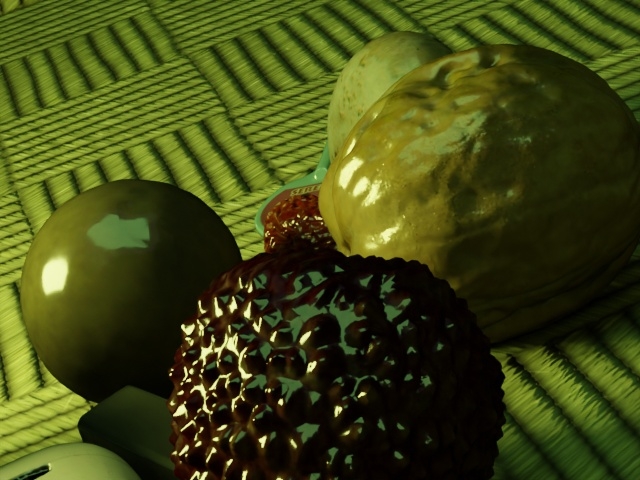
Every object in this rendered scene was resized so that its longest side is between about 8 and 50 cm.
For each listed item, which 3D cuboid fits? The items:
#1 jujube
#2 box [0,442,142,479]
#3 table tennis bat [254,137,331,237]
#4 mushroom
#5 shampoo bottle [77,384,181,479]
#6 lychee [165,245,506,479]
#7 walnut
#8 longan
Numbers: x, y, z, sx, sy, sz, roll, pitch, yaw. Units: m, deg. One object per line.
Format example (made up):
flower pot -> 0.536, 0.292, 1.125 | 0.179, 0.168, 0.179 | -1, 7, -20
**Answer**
jujube -> 0.000, 0.000, 2.146 | 0.112, 0.109, 0.176 | 11, -2, -32
box -> -0.258, 0.313, 1.601 | 0.289, 0.141, 0.349 | -25, 25, -12
table tennis bat -> 0.001, -0.066, 2.368 | 0.153, 0.040, 0.244 | -9, 30, 22
mushroom -> 0.132, -0.130, 2.213 | 0.244, 0.243, 0.243 | -15, 24, 7
shampoo bottle -> -0.137, 0.214, 1.803 | 0.079, 0.080, 0.246 | -33, 28, -28
lychee -> 0.012, 0.148, 1.600 | 0.306, 0.306, 0.330 | -1, 52, 34
walnut -> 0.178, -0.052, 1.910 | 0.344, 0.306, 0.306 | -16, 23, -9
longan -> -0.197, 0.056, 1.990 | 0.258, 0.258, 0.258 | -15, 24, 7
